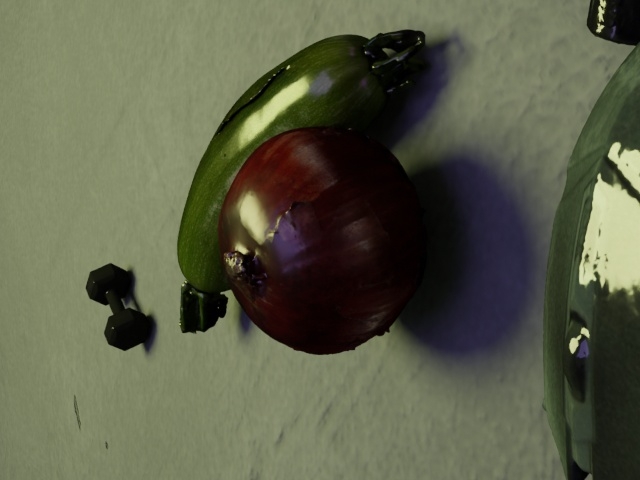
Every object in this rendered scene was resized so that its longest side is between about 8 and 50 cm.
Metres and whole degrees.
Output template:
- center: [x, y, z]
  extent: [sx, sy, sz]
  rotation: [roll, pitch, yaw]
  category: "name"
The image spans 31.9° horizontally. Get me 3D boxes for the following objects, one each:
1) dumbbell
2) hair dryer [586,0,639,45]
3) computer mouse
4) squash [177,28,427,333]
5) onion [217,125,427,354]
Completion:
- center: [-0.180, 0.059, 0.992]
  extent: [0.036, 0.040, 0.083]
  rotation: [77, 166, -48]
  category: "dumbbell"
- center: [0.121, -0.213, 0.509]
  extent: [0.219, 0.075, 0.195]
  rotation: [-121, 33, -54]
  category: "hair dryer"
- center: [0.128, -0.001, 0.423]
  extent: [0.126, 0.071, 0.231]
  rotation: [-136, 63, -70]
  category: "computer mouse"
- center: [-0.037, -0.046, 0.731]
  extent: [0.318, 0.071, 0.080]
  rotation: [-50, 46, 45]
  category: "squash"
- center: [0.000, 0.000, 0.626]
  extent: [0.131, 0.131, 0.131]
  rotation: [1, 91, 58]
  category: "onion"
